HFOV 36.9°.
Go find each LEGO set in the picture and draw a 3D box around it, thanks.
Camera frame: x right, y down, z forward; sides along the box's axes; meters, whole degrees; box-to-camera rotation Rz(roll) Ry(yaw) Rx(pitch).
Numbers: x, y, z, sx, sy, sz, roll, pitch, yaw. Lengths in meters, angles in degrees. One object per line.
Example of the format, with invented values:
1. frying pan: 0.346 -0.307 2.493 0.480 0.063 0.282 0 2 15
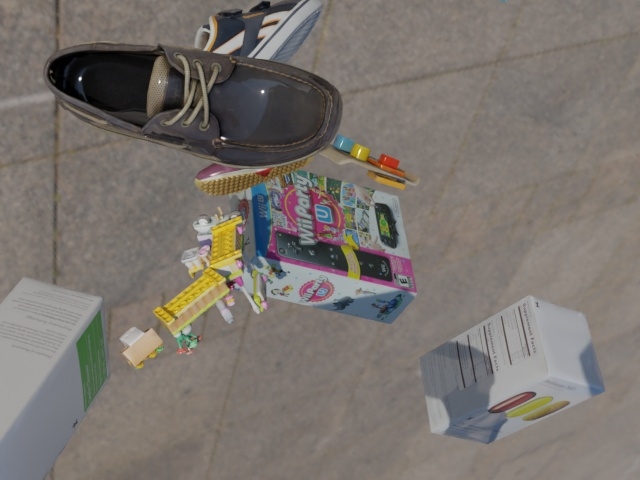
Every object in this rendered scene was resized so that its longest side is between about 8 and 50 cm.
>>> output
1. LEGO set: -0.145 0.079 1.271 0.132 0.287 0.107 -8 127 29

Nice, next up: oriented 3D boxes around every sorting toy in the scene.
1. sorting toy: 0.089 -0.172 1.952 0.195 0.347 0.047 13 103 -31

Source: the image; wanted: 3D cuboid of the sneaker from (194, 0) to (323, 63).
1. sneaker: -0.117 -0.320 1.532 0.321 0.127 0.126 -51 175 -39

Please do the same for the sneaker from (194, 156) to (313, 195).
1. sneaker: -0.106 -0.129 1.426 0.185 0.084 0.069 -18 164 -15

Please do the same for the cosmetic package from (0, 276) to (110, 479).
1. cosmetic package: -0.473 0.251 1.465 0.155 0.366 0.197 13 131 9

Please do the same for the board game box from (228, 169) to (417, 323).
1. board game box: 0.000 0.000 1.636 0.303 0.224 0.097 13 137 -24

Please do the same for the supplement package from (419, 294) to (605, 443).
1. supplement package: 0.291 0.206 1.488 0.139 0.134 0.244 18 141 -34

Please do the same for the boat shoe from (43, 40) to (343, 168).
1. boat shoe: -0.154 -0.154 1.086 0.130 0.355 0.133 -8 105 -73
